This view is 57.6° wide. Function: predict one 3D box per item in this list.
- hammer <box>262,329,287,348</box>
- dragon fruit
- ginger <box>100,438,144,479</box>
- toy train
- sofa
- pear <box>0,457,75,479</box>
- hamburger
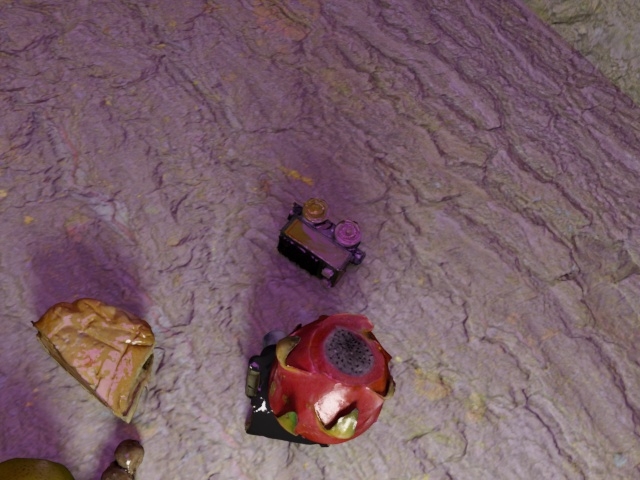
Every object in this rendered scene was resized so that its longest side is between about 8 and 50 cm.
[{"bbox_3d":[-0.050,0.277,1.544,0.193,0.069,0.116,-13,63,-21],"label":"hammer"},{"bbox_3d":[0.030,0.286,1.263,0.290,0.189,0.291,6,52,-8],"label":"dragon fruit"},{"bbox_3d":[-0.462,0.551,1.313,0.104,0.080,0.204,21,62,9],"label":"ginger"},{"bbox_3d":[0.000,0.000,1.662,0.261,0.134,0.177,35,62,11],"label":"toy train"},{"bbox_3d":[-0.057,0.373,1.424,0.258,0.200,0.182,10,49,-3],"label":"sofa"},{"bbox_3d":[-0.611,0.581,1.167,0.294,0.294,0.294,4,61,-7],"label":"pear"},{"bbox_3d":[-0.511,0.267,1.417,0.330,0.162,0.209,39,60,15],"label":"hamburger"}]
